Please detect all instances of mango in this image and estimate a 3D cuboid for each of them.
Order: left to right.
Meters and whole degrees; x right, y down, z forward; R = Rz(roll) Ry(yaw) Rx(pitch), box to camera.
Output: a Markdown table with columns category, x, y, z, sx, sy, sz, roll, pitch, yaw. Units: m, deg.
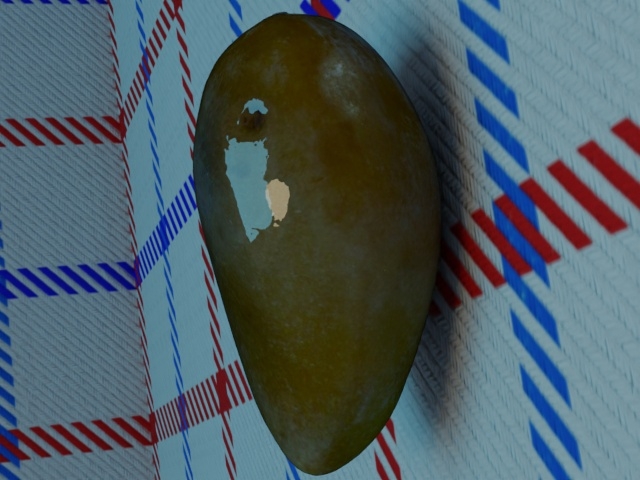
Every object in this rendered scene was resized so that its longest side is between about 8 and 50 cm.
| category | x | y | z | sx | sy | sz | roll | pitch | yaw |
| --- | --- | --- | --- | --- | --- | --- | --- | --- | --- |
| mango | 0.000 | 0.000 | 0.947 | 0.221 | 0.199 | 0.383 | 175 | 90 | -70 |
